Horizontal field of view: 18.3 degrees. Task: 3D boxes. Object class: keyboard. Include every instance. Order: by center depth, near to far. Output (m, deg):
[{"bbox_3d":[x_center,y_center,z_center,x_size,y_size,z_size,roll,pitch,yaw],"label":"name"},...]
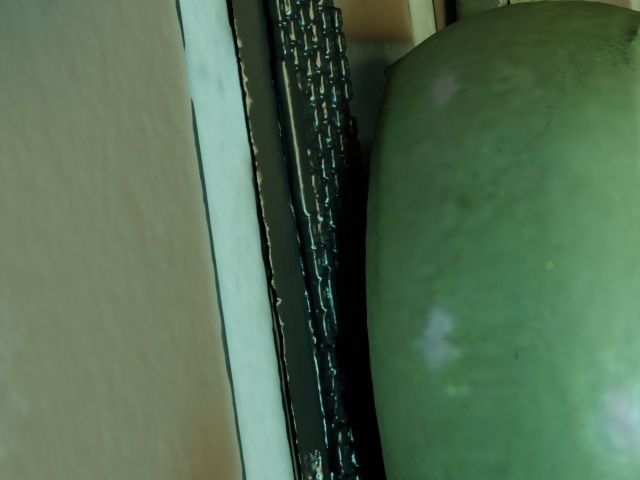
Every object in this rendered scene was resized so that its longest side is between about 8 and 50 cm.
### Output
[{"bbox_3d":[0.002,0.000,0.664,0.074,0.015,0.197,-18,101,-68],"label":"keyboard"}]

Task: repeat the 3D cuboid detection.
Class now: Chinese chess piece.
[{"bbox_3d":[0.091,0.036,0.740,0.250,0.101,0.250,-6,90,-75],"label":"Chinese chess piece"}]

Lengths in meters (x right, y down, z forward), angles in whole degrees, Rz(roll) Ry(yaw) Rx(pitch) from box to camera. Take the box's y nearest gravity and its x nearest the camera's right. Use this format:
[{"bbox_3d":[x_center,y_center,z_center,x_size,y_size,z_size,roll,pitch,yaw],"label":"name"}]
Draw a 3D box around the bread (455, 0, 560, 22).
[{"bbox_3d":[0.089,-0.116,0.909,0.153,0.028,0.068,-1,83,-70],"label":"bread"}]
